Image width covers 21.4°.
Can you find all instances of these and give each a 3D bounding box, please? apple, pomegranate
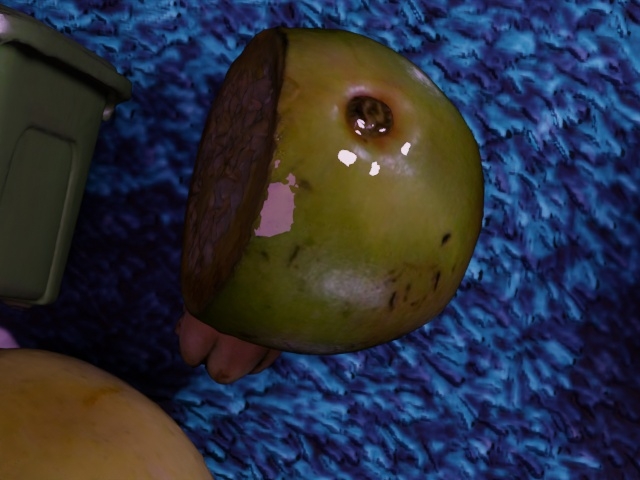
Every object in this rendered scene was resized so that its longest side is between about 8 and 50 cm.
[{"bbox_3d":[-0.211,0.188,1.025,0.295,0.258,0.233,-19,87,21],"label":"apple"},{"bbox_3d":[0.004,0.001,0.995,0.159,0.190,0.240,18,103,-18],"label":"pomegranate"}]

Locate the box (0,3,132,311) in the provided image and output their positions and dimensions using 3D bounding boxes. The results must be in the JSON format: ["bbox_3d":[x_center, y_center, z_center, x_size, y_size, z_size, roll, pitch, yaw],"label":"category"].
[{"bbox_3d":[-0.300,-0.059,0.990,0.329,0.253,0.177,10,90,10],"label":"box"}]
